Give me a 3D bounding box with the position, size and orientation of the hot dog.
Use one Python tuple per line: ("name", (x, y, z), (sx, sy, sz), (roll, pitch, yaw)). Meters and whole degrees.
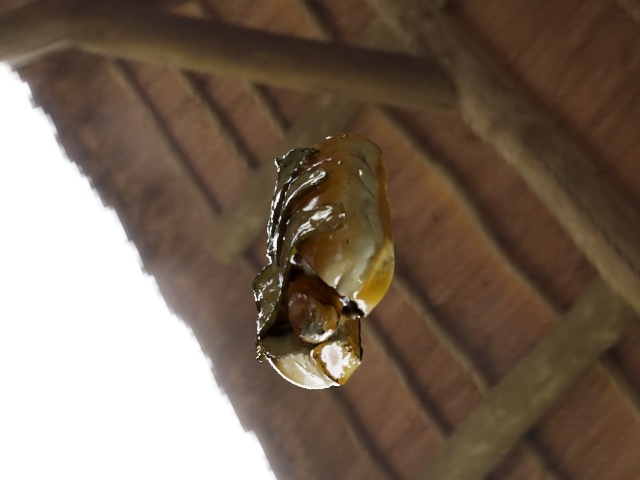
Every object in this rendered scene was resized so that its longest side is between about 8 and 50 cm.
("hot dog", (0.000, 0.000, 0.909), (0.269, 0.072, 0.109), (-94, -157, -67))
